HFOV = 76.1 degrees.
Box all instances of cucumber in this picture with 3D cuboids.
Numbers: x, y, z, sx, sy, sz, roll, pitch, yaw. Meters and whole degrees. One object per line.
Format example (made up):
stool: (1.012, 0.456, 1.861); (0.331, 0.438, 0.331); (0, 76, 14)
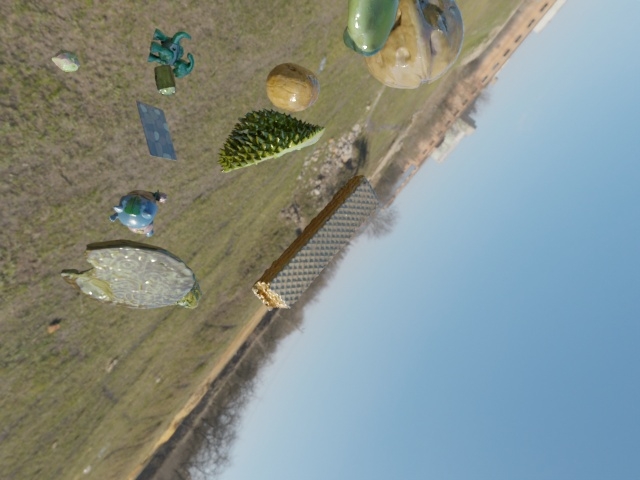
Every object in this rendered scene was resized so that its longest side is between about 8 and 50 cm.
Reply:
cucumber: (-0.633, -0.648, 1.681); (0.078, 0.211, 0.062); (-18, 141, -9)

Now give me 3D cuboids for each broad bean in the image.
broad bean: (0.133, -0.577, 1.025); (0.169, 0.100, 0.228); (-39, 154, -25)

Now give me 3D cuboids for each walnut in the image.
walnut: (0.312, -0.735, 1.457); (0.383, 0.384, 0.383); (-52, 178, -2)
walnut: (-0.112, -0.617, 1.655); (0.195, 0.222, 0.195); (-38, 144, -35)

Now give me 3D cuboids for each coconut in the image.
coconut: (-0.947, -0.672, 1.531); (0.081, 0.082, 0.083); (-39, -171, -3)

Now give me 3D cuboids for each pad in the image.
pad: (-0.676, -0.451, 1.697); (0.003, 0.234, 0.158); (-18, 176, 21)

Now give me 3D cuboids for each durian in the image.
durian: (-0.163, -0.255, 1.138); (0.352, 0.169, 0.158); (-6, -109, 40)

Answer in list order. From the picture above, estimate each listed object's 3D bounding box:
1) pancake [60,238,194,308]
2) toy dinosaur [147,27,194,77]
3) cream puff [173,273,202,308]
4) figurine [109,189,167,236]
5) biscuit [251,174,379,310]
pancake: (-0.340, 0.070, 0.739); (0.235, 0.212, 0.029); (-27, -130, 28)
toy dinosaur: (-0.317, -0.408, 0.889); (0.132, 0.096, 0.059); (-26, -122, 50)
cream puff: (-0.439, 0.148, 1.291); (0.156, 0.156, 0.121); (118, -4, -80)
figurine: (-0.513, -0.088, 1.174); (0.178, 0.114, 0.144); (119, -7, -62)
biscuit: (0.000, 0.000, 0.934); (0.054, 0.094, 0.378); (16, -123, 49)
